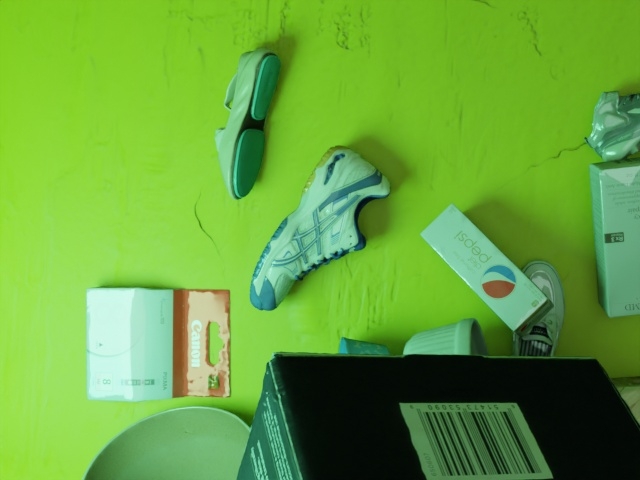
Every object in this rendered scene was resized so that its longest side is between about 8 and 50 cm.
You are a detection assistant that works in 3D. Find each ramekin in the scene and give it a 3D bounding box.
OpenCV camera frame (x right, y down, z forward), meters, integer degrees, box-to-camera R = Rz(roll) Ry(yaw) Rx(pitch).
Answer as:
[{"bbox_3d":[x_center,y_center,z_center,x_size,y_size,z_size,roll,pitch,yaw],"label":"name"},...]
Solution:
[{"bbox_3d":[0.198,0.226,1.470,0.109,0.207,0.207,-10,91,17],"label":"ramekin"}]

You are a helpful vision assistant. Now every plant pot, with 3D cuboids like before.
[{"bbox_3d":[-0.213,0.428,1.515,0.284,0.284,0.191,-9,124,7],"label":"plant pot"}]

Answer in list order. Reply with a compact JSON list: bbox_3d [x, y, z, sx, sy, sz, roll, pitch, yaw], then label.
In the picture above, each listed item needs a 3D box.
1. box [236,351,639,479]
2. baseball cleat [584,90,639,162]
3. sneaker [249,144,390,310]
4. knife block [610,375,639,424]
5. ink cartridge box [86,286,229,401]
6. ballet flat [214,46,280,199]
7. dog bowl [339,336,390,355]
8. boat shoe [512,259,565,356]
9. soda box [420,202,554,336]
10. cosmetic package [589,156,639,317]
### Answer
[{"bbox_3d":[0.134,0.414,1.262,0.479,0.297,0.472,3,128,-19],"label":"box"},{"bbox_3d":[0.495,-0.212,1.479,0.109,0.072,0.206,45,96,4],"label":"baseball cleat"},{"bbox_3d":[0.000,0.000,1.530,0.131,0.112,0.296,32,96,5],"label":"sneaker"},{"bbox_3d":[0.447,0.337,1.495,0.275,0.088,0.242,-5,92,7],"label":"knife block"},{"bbox_3d":[-0.271,0.171,1.599,0.232,0.066,0.189,0,92,11],"label":"ink cartridge box"},{"bbox_3d":[-0.127,-0.192,1.565,0.086,0.086,0.249,16,92,7],"label":"ballet flat"},{"bbox_3d":[0.072,0.298,1.510,0.074,0.166,0.297,-2,91,-4],"label":"dog bowl"},{"bbox_3d":[0.342,0.145,1.507,0.083,0.076,0.226,2,92,7],"label":"boat shoe"},{"bbox_3d":[0.255,0.045,1.485,0.074,0.069,0.216,-45,66,6],"label":"soda box"},{"bbox_3d":[0.478,-0.007,1.460,0.117,0.085,0.231,-8,101,6],"label":"cosmetic package"}]
